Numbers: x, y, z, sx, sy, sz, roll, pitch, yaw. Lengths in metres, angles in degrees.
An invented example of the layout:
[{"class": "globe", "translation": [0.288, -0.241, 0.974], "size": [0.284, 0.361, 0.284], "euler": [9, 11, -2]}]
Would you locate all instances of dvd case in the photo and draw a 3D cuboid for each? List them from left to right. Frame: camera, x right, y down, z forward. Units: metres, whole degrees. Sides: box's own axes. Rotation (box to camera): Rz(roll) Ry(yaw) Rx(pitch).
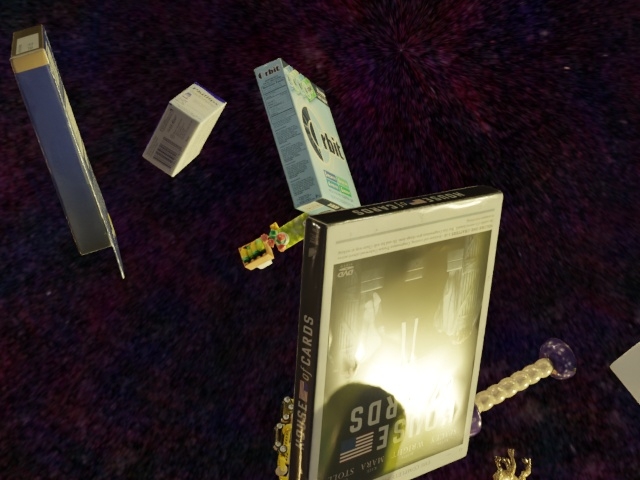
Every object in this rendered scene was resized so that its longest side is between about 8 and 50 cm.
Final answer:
[{"class": "dvd case", "translation": [0.057, 0.084, 0.780], "size": [0.179, 0.029, 0.239], "euler": [-12, 114, -37]}]

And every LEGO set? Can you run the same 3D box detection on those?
[{"class": "LEGO set", "translation": [0.000, 0.000, 1.607], "size": [0.287, 0.107, 0.132], "euler": [5, 100, 11]}]

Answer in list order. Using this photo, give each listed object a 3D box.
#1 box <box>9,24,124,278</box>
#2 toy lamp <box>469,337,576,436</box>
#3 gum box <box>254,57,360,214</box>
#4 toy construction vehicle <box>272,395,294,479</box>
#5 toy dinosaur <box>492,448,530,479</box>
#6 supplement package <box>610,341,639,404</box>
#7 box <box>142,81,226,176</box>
[{"class": "box", "translation": [-0.236, -0.079, 0.948], "size": [0.036, 0.136, 0.225], "euler": [-19, 114, -8]}, {"class": "toy lamp", "translation": [0.275, 0.232, 1.565], "size": [0.274, 0.080, 0.080], "euler": [-25, 100, -29]}, {"class": "gum box", "translation": [-0.013, -0.120, 1.278], "size": [0.041, 0.157, 0.184], "euler": [-20, 77, 17]}, {"class": "toy construction vehicle", "translation": [-0.040, 0.261, 1.322], "size": [0.035, 0.086, 0.098], "euler": [7, 65, -8]}, {"class": "toy dinosaur", "translation": [0.344, 0.430, 1.799], "size": [0.053, 0.093, 0.183], "euler": [-18, 135, 35]}, {"class": "supplement package", "translation": [0.638, 0.205, 1.643], "size": [0.199, 0.262, 0.198], "euler": [-45, 70, 24]}, {"class": "box", "translation": [-0.249, -0.205, 1.860], "size": [0.072, 0.137, 0.126], "euler": [33, 118, 0]}]
